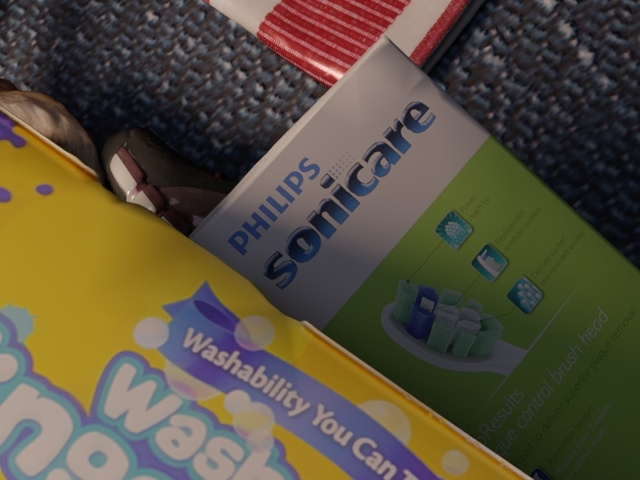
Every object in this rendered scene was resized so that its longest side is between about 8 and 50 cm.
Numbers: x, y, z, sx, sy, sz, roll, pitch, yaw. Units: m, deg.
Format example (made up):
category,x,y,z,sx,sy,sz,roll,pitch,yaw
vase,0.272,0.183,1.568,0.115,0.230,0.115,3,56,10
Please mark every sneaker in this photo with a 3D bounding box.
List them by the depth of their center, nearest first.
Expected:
category,x,y,z,sx,sy,sz,roll,pitch,yaw
sneaker,0.000,0.000,0.720,0.162,0.106,0.281,-41,72,-2

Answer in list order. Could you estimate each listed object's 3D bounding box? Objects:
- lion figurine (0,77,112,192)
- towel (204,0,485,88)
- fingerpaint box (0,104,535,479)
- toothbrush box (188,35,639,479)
category,x,y,z,sx,sy,sz,roll,pitch,yaw
lion figurine,-0.339,-0.030,0.761,0.392,0.142,0.240,-20,96,7
towel,-0.007,-0.259,0.810,0.329,0.037,0.237,39,94,25
fingerpaint box,-0.081,0.142,0.519,0.445,0.371,0.163,34,67,19
toothbrush box,0.069,0.073,0.536,0.283,0.206,0.122,44,73,-2
